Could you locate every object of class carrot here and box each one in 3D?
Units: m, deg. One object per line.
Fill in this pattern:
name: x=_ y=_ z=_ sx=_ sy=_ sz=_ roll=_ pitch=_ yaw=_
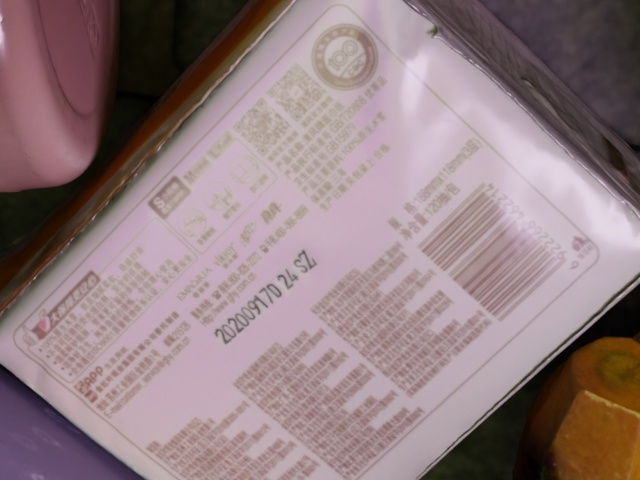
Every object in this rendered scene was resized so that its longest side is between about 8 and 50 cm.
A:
carrot: x=0.096 y=0.166 z=0.735 sx=0.066 sy=0.066 sz=0.314 roll=11 pitch=132 yaw=0

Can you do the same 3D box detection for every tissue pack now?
tissue pack: x=0.000 y=0.000 z=0.684 sx=0.185 sy=0.124 sz=0.225 roll=42 pitch=108 yaw=-11

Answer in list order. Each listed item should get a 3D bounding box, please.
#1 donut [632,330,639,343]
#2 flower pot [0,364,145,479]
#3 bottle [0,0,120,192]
donut: x=0.210 y=0.086 z=0.725 sx=0.181 sy=0.078 sz=0.146 roll=28 pitch=118 yaw=0
flower pot: x=-0.135 y=0.203 z=0.716 sx=0.243 sy=0.265 sz=0.265 roll=34 pitch=110 yaw=-20
bottle: x=-0.238 y=-0.114 z=0.644 sx=0.296 sy=0.173 sz=0.207 roll=-4 pitch=80 yaw=8
